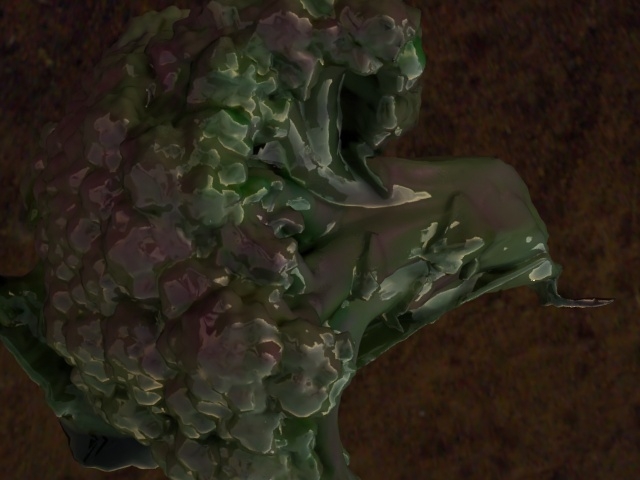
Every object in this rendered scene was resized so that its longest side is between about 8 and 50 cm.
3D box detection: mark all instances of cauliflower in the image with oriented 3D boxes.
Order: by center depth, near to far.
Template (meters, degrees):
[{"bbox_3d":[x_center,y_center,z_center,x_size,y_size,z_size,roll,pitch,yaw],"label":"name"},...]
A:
[{"bbox_3d":[0.000,0.000,0.573,0.315,0.256,0.239,-4,93,-24],"label":"cauliflower"}]
